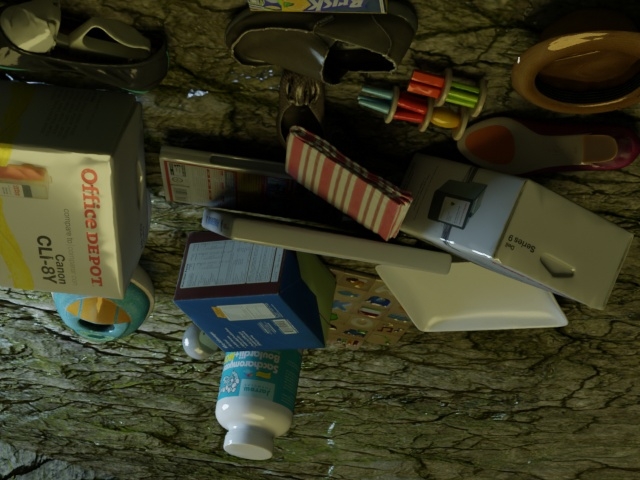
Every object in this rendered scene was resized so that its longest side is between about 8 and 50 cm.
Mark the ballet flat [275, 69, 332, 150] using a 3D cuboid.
[{"bbox_3d":[-0.024,-0.164,1.898,0.084,0.058,0.250,8,154,2],"label":"ballet flat"}]

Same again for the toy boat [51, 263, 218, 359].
[{"bbox_3d":[-0.334,0.124,2.470,0.318,0.148,0.267,9,154,-2],"label":"toy boat"}]

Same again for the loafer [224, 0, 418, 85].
[{"bbox_3d":[-0.006,-0.244,1.696,0.251,0.087,0.094,-2,152,20],"label":"loafer"}]

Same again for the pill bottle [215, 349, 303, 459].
[{"bbox_3d":[-0.114,0.270,2.550,0.146,0.264,0.146,7,154,3],"label":"pill bottle"}]

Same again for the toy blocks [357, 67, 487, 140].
[{"bbox_3d":[0.132,-0.191,1.806,0.148,0.054,0.123,13,154,-10],"label":"toy blocks"}]

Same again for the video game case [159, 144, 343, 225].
[{"bbox_3d":[-0.101,-0.082,2.094,0.285,0.025,0.204,9,163,-1],"label":"video game case"}]

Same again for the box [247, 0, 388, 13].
[{"bbox_3d":[-0.003,-0.307,1.608,0.168,0.054,0.059,2,154,10],"label":"box"}]

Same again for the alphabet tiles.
[{"bbox_3d":[0.031,0.127,2.531,0.285,0.011,0.342,13,154,-8],"label":"alphabet tiles"}]

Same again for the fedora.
[{"bbox_3d":[0.327,-0.226,1.651,0.194,0.079,0.194,1,153,0],"label":"fedora"}]

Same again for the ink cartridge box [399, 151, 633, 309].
[{"bbox_3d":[0.262,-0.017,1.912,0.211,0.122,0.289,23,179,-29],"label":"ink cartridge box"}]

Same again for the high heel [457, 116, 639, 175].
[{"bbox_3d":[0.317,-0.133,1.880,0.244,0.082,0.117,-2,-177,31],"label":"high heel"}]

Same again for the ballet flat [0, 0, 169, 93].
[{"bbox_3d":[-0.326,-0.265,1.757,0.280,0.095,0.096,8,146,-24],"label":"ballet flat"}]

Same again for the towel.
[{"bbox_3d":[0.035,-0.081,1.910,0.197,0.029,0.144,34,160,7],"label":"towel"}]

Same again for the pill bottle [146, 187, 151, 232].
[{"bbox_3d":[-0.383,-0.044,2.176,0.208,0.119,0.119,5,154,6],"label":"pill bottle"}]

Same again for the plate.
[{"bbox_3d":[0.264,0.081,2.331,0.277,0.045,0.278,-4,151,21],"label":"plate"}]

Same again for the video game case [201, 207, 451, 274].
[{"bbox_3d":[0.000,0.000,2.080,0.329,0.036,0.300,10,-178,-13],"label":"video game case"}]

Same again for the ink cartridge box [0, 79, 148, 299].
[{"bbox_3d":[-0.459,-0.080,1.982,0.384,0.160,0.279,5,130,4],"label":"ink cartridge box"}]

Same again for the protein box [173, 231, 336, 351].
[{"bbox_3d":[-0.109,0.086,2.329,0.201,0.136,0.200,-4,148,25],"label":"protein box"}]
